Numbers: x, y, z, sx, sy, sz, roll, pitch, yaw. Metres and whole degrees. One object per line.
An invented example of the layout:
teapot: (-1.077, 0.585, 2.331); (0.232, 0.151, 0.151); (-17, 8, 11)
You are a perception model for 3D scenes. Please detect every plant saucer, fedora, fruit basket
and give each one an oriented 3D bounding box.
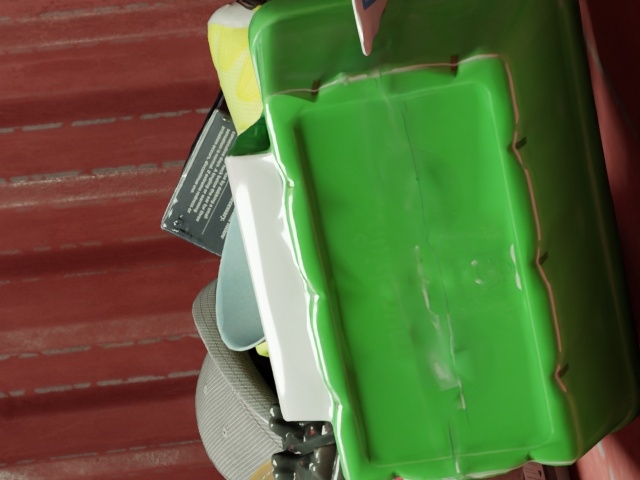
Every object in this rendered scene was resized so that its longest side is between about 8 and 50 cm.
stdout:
plant saucer: (-0.004, -0.021, 1.125); (0.195, 0.037, 0.195); (-52, 26, 38)
fedora: (-0.007, 0.141, 1.507); (0.275, 0.244, 0.124); (52, 122, 35)
fruit basket: (0.060, -0.026, 0.964); (0.353, 0.165, 0.327); (-78, -23, -74)

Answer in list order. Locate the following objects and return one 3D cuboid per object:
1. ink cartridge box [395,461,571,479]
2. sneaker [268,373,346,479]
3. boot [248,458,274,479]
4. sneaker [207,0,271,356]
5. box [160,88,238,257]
ink cartridge box: (0.097, 0.172, 1.147); (0.109, 0.063, 0.150); (-44, 39, 35)
sneaker: (0.056, 0.048, 1.162); (0.098, 0.135, 0.276); (-19, 51, 56)
boot: (0.054, 0.238, 1.314); (0.109, 0.220, 0.283); (40, 137, 49)
sneaker: (0.000, 0.000, 1.348); (0.384, 0.147, 0.145); (63, 167, 14)
box: (-0.010, -0.028, 1.526); (0.153, 0.207, 0.108); (-89, 24, -76)
